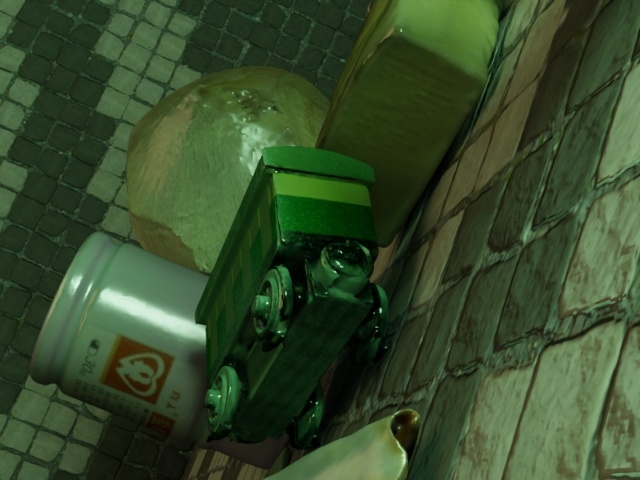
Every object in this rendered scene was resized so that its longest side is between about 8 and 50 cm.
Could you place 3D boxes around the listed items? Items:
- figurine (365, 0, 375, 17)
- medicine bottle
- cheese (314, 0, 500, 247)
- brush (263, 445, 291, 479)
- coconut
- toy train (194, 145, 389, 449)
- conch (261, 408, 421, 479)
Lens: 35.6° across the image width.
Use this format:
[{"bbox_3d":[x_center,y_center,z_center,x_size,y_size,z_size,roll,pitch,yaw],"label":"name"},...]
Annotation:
[{"bbox_3d":[0.108,-0.297,1.282,0.175,0.115,0.240,78,-165,-60],"label":"figurine"},{"bbox_3d":[-0.173,0.137,1.230,0.202,0.315,0.202,-157,90,-86],"label":"medicine bottle"},{"bbox_3d":[0.086,-0.165,1.023,0.243,0.123,0.266,-57,11,40],"label":"cheese"},{"bbox_3d":[-0.070,0.323,1.065,0.083,0.011,0.205,120,171,-45],"label":"brush"},{"bbox_3d":[-0.113,-0.076,1.436,0.346,0.346,0.360,-69,-29,-24],"label":"coconut"},{"bbox_3d":[-0.033,0.068,0.946,0.301,0.120,0.202,118,153,-45],"label":"toy train"},{"bbox_3d":[0.013,0.179,0.627,0.176,0.094,0.104,-34,6,26],"label":"conch"}]
